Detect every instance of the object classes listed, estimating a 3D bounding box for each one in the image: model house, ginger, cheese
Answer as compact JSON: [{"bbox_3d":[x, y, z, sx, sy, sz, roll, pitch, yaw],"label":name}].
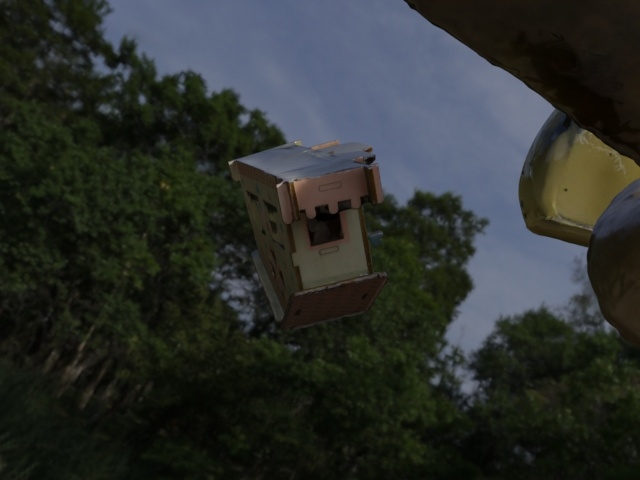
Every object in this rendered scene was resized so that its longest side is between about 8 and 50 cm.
[{"bbox_3d":[0.000,0.000,1.075,0.169,0.244,0.326,-12,14,-16],"label":"model house"},{"bbox_3d":[0.286,0.014,0.629,0.138,0.152,0.267,49,12,10],"label":"ginger"},{"bbox_3d":[0.462,-0.130,1.279,0.259,0.316,0.128,16,-12,0],"label":"cheese"}]

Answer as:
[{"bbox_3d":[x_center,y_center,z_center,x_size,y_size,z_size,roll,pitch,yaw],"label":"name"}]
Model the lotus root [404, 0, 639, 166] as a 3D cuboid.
[{"bbox_3d":[0.134,-0.172,0.366,0.260,0.267,0.149,64,-37,22],"label":"lotus root"}]
